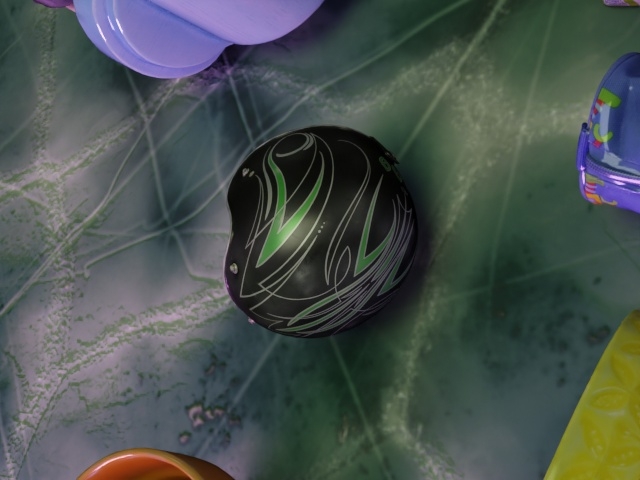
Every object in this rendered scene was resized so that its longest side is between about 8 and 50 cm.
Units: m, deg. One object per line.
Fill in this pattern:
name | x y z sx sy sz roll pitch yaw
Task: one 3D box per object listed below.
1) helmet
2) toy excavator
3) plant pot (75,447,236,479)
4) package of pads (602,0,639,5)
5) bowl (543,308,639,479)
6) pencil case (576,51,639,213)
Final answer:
helmet | 0.000 0.000 1.093 0.169 0.169 0.161 -27 45 26
toy excavator | -0.027 -0.324 1.167 0.445 0.222 0.433 30 95 37
plant pot | -0.096 0.283 1.057 0.205 0.188 0.205 -11 71 33
package of pads | 0.239 -0.359 0.989 0.101 0.229 0.296 5 80 36
bowl | 0.221 0.205 0.821 0.156 0.289 0.289 23 90 20
pencil case | 0.324 -0.043 0.897 0.306 0.133 0.119 23 123 38
